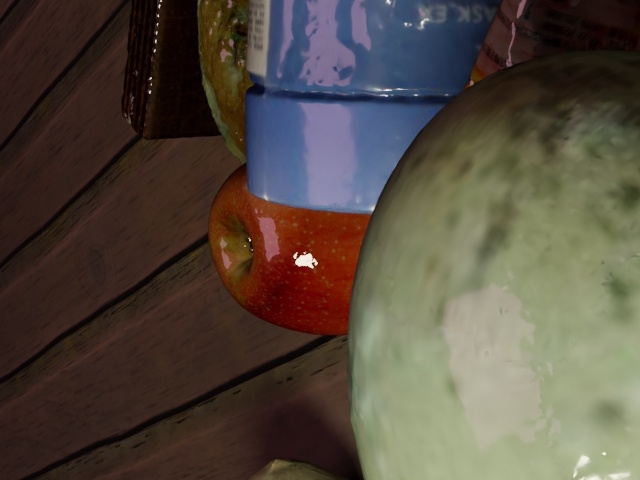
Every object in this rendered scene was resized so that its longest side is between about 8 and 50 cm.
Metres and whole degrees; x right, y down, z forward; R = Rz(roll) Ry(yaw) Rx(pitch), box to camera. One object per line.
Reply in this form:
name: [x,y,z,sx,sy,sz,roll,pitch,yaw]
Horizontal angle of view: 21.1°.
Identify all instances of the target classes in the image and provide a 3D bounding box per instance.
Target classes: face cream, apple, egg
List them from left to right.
apple: [0.000,0.000,1.515,0.181,0.168,0.181,16,109,55]
face cream: [0.067,-0.143,1.259,0.249,0.249,0.225,17,111,61]
egg: [0.192,0.095,0.915,0.345,0.345,0.428,4,125,63]

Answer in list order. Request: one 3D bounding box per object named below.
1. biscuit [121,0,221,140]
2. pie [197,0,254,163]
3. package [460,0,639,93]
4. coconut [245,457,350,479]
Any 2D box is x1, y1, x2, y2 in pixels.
biscuit: [-0.143,-0.229,1.818,0.070,0.106,0.252,47,135,49]
pie: [-0.041,-0.197,1.644,0.302,0.067,0.302,27,122,55]
package: [0.192,-0.127,1.073,0.108,0.223,0.288,-55,-22,-67]
coconut: [-0.023,0.286,1.624,0.161,0.161,0.162,-12,82,63]
